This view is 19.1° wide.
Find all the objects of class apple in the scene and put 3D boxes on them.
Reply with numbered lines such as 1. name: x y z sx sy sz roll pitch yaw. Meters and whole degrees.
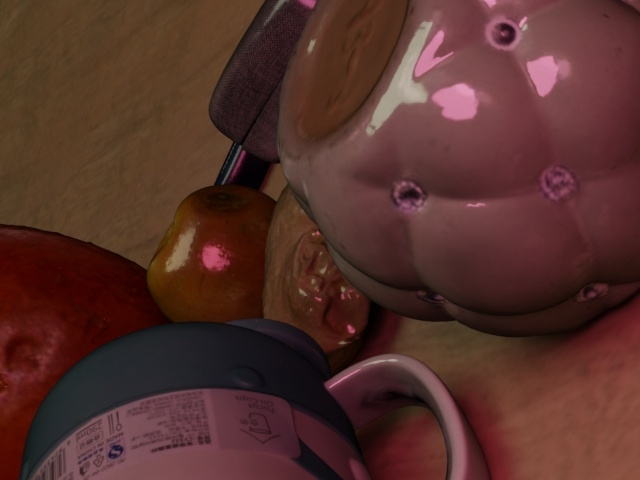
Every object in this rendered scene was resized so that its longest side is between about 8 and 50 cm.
1. apple: -0.073 0.015 1.392 0.099 0.102 0.114 -115 43 -69

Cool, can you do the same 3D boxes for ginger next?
1. ginger: -0.002 0.003 1.306 0.137 0.074 0.213 137 141 -54

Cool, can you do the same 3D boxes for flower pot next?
1. flower pot: 0.094 -0.069 1.045 0.246 0.195 0.246 -43 35 40

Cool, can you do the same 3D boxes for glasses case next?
1. glasses case: 0.016 -0.171 1.291 0.131 0.074 0.323 -58 1 33
2. glasses case: -0.056 -0.065 1.516 0.083 0.033 0.023 -65 24 0

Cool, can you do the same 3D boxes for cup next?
1. cup: -0.042 0.172 1.109 0.290 0.219 0.257 -25 37 10

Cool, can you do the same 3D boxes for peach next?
1. peach: -0.285 0.165 1.512 0.417 0.353 0.339 -31 17 -30
